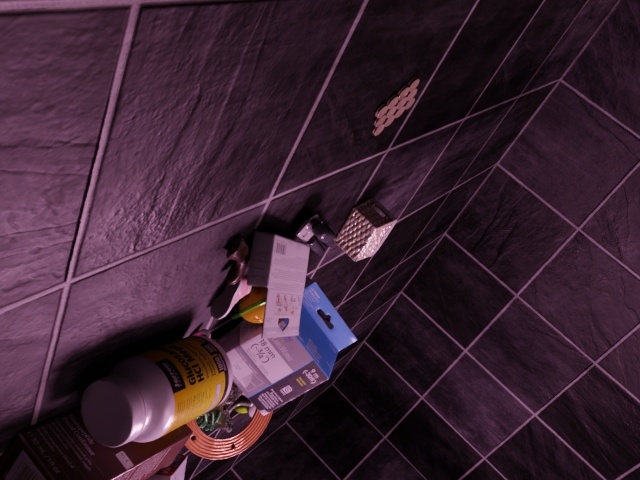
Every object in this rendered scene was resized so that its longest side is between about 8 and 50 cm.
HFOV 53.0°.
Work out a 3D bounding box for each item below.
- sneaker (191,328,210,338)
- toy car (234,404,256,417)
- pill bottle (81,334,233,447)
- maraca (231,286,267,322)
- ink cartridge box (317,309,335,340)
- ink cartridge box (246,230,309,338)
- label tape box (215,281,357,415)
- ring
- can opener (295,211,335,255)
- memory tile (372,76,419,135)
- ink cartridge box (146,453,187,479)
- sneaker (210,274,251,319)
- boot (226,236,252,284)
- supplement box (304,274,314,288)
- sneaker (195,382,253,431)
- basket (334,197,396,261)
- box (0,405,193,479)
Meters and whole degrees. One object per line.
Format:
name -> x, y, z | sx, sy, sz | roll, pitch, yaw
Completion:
sneaker -> -0.324, 0.271, 1.660 | 0.119, 0.047, 0.057 | -49, -174, 11
toy car -> -0.249, 0.553, 2.364 | 0.182, 0.159, 0.136 | -32, 124, -40
pill bottle -> -0.361, 0.336, 1.444 | 0.188, 0.188, 0.334 | -53, 163, 20
maraca -> -0.167, 0.174, 1.721 | 0.127, 0.099, 0.186 | -18, 171, -36
ink cartridge box -> -0.026, 0.260, 1.913 | 0.109, 0.150, 0.063 | -52, 158, 16
ink cartridge box -> -0.104, 0.113, 1.568 | 0.275, 0.060, 0.238 | 22, 75, -73
label tape box -> -0.090, 0.304, 1.790 | 0.334, 0.240, 0.106 | -31, -157, 9
ring -> -0.276, 0.464, 1.864 | 0.337, 0.336, 0.032 | -37, -156, -32
can opener -> 0.000, 0.000, 1.720 | 0.076, 0.095, 0.283 | -45, 164, -2
memory tile -> 0.182, -0.326, 1.558 | 0.148, 0.012, 0.113 | -41, 163, -16
ink cartridge box -> -0.511, 0.639, 1.686 | 0.309, 0.272, 0.130 | 117, -20, -79
sneaker -> -0.215, 0.139, 1.586 | 0.134, 0.051, 0.070 | -57, 156, 18
boot -> -0.194, 0.047, 1.448 | 0.106, 0.037, 0.114 | -59, 168, -5
supplement box -> -0.118, 0.217, 1.975 | 0.130, 0.073, 0.239 | -21, 149, -55
sneaker -> -0.337, 0.500, 1.899 | 0.410, 0.182, 0.158 | -27, 155, -48
basket -> 0.134, -0.029, 1.958 | 0.103, 0.113, 0.167 | -26, 154, -46
box -> -0.488, 0.471, 1.438 | 0.143, 0.191, 0.381 | -53, 163, 20
